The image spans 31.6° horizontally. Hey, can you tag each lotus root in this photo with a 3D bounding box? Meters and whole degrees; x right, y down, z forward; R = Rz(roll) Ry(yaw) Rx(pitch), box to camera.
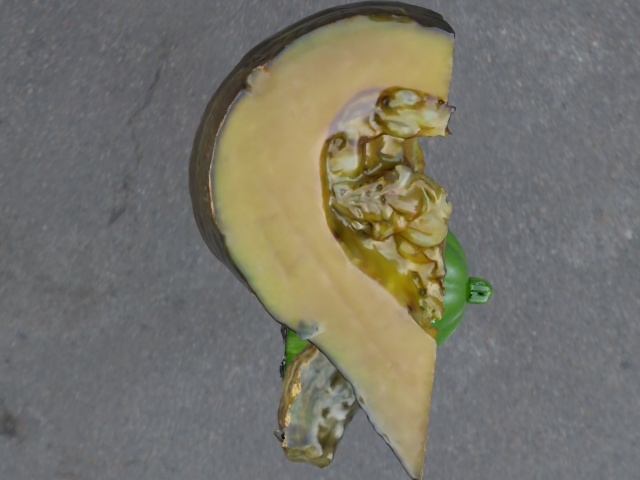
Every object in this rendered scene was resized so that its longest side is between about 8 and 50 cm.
[{"bbox_3d":[0.056,0.035,0.913,0.186,0.186,0.186,1,113,1],"label":"lotus root"}]

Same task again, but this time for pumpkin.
[{"bbox_3d":[-0.003,0.005,0.575,0.126,0.131,0.248,-3,101,-9],"label":"pumpkin"}]
